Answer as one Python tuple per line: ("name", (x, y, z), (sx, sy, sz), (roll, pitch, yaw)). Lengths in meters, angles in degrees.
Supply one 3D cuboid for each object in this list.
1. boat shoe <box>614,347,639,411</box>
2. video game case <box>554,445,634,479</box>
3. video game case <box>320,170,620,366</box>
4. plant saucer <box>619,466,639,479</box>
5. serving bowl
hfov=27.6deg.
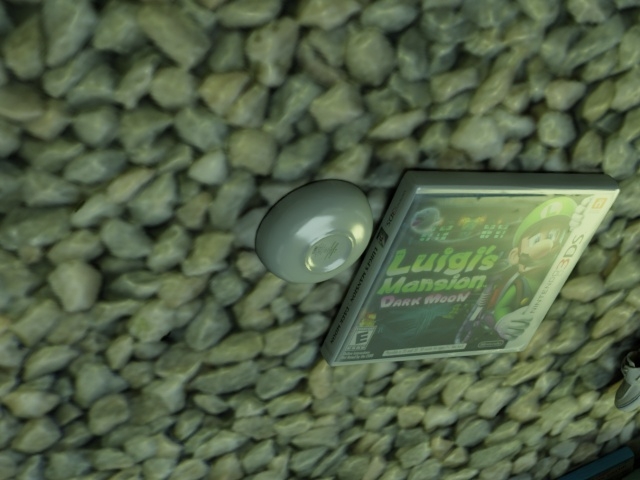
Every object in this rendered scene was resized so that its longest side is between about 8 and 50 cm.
("boat shoe", (0.286, 0.112, 1.164), (0.035, 0.035, 0.100), (22, 125, -13))
("video game case", (0.264, 0.282, 1.334), (0.119, 0.015, 0.166), (-23, 140, -10))
("video game case", (0.111, 0.022, 0.963), (0.190, 0.022, 0.173), (-1, 131, -32))
("plant saucer", (0.318, 0.339, 1.358), (0.317, 0.044, 0.317), (-25, 134, -28))
("serving bowl", (0.000, 0.000, 0.865), (0.083, 0.027, 0.083), (-17, 138, -16))
